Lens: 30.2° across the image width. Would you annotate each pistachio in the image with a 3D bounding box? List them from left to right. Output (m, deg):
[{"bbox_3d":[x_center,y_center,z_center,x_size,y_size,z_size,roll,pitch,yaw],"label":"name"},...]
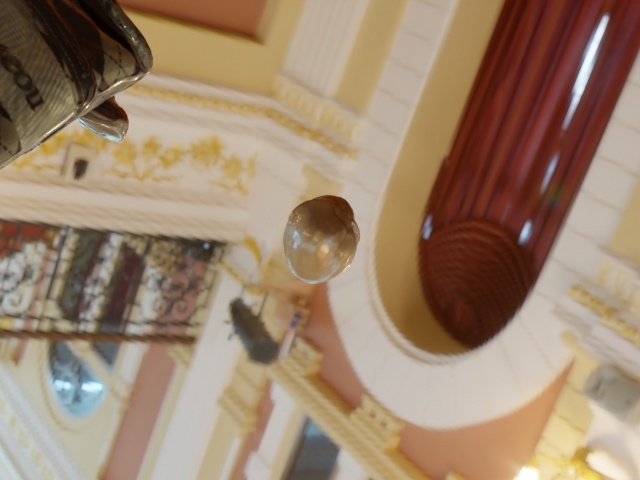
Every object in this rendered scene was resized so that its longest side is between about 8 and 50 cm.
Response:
[{"bbox_3d":[0.000,0.000,1.688,0.113,0.149,0.113,15,-139,-14],"label":"pistachio"}]

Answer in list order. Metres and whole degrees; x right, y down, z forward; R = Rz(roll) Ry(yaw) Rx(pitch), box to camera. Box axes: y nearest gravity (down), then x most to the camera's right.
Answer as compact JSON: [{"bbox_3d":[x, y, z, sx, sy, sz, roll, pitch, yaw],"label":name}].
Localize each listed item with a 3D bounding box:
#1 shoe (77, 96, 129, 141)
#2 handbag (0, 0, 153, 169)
[{"bbox_3d":[-0.229,-0.173,1.162,0.169,0.099,0.071,42,178,25],"label":"shoe"},{"bbox_3d":[-0.319,-0.142,0.683,0.180,0.316,0.416,-16,-161,36],"label":"handbag"}]
